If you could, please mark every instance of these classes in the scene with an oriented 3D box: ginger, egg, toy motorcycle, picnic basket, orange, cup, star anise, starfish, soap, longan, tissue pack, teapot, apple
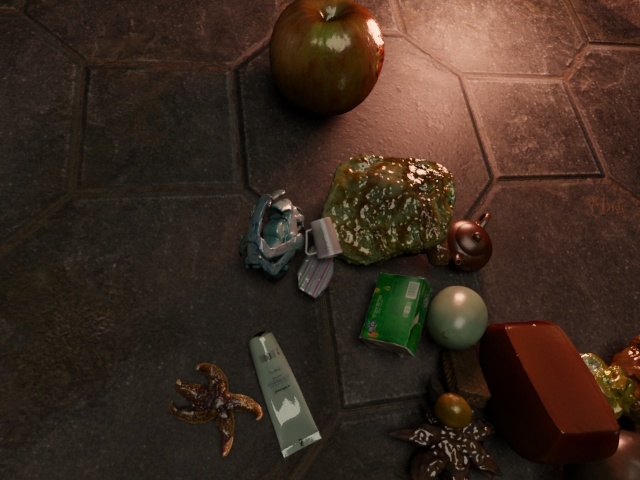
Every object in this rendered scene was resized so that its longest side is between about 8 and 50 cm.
[{"bbox_3d":[1.005,0.467,1.256,0.275,0.152,0.357,-13,73,-16],"label":"ginger"},{"bbox_3d":[0.392,0.223,1.210,0.168,0.168,0.231,42,32,7],"label":"egg"},{"bbox_3d":[-0.131,-0.019,1.219,0.154,0.206,0.260,2,61,33],"label":"toy motorcycle"},{"bbox_3d":[0.404,0.371,1.175,0.110,0.054,0.193,15,27,-4],"label":"picnic basket"},{"bbox_3d":[0.336,0.431,1.061,0.095,0.085,0.085,27,65,8],"label":"orange"},{"bbox_3d":[0.000,0.000,1.220,0.104,0.074,0.116,-16,88,3],"label":"cup"},{"bbox_3d":[0.338,0.517,1.126,0.316,0.108,0.315,4,67,-10],"label":"star anise"},{"bbox_3d":[-0.264,0.426,1.072,0.238,0.071,0.215,3,73,1],"label":"starfish"},{"bbox_3d":[-0.017,0.102,1.254,0.100,0.056,0.149,27,65,1],"label":"soap"},{"bbox_3d":[0.786,0.638,1.079,0.298,0.297,0.297,4,67,-10],"label":"longan"},{"bbox_3d":[0.227,0.222,1.218,0.148,0.156,0.208,6,63,31],"label":"tissue pack"},{"bbox_3d":[0.489,-0.005,1.358,0.178,0.135,0.252,40,67,2],"label":"teapot"},{"bbox_3d":[0.020,-0.611,1.420,0.401,0.333,0.400,2,50,-3],"label":"apple"}]

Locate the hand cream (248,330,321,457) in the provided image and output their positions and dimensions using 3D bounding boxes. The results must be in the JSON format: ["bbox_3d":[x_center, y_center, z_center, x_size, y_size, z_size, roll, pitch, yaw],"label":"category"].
[{"bbox_3d":[-0.107,0.397,1.120,0.109,0.067,0.320,-20,78,-19],"label":"hand cream"}]

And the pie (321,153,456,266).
[{"bbox_3d":[0.204,-0.109,1.316,0.419,0.180,0.394,5,67,4],"label":"pie"}]

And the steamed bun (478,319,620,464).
[{"bbox_3d":[0.582,0.410,1.137,0.235,0.248,0.379,0,44,-11],"label":"steamed bun"}]

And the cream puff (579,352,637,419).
[{"bbox_3d":[0.794,0.427,1.203,0.195,0.221,0.194,1,107,4],"label":"cream puff"}]
